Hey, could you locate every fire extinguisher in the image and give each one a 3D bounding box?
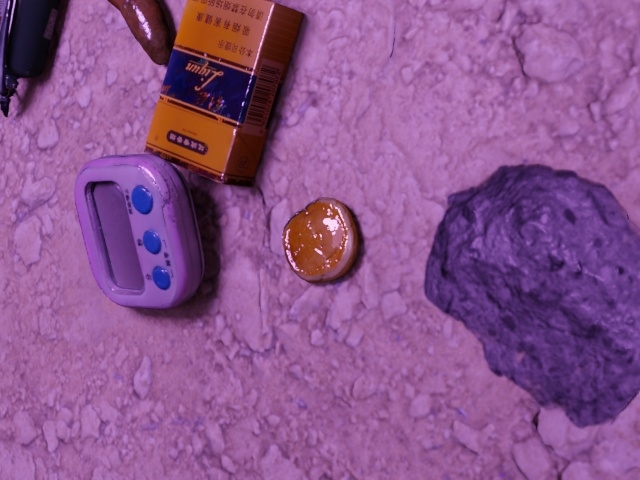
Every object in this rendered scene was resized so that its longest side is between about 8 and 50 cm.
[{"bbox_3d":[-0.446,-0.324,1.671,0.093,0.118,0.294,15,98,-6],"label":"fire extinguisher"}]

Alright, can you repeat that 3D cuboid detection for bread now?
[{"bbox_3d":[0.000,0.000,1.370,0.110,0.024,0.110,-2,86,36],"label":"bread"}]

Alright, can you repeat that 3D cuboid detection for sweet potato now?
[{"bbox_3d":[-0.278,-0.356,1.572,0.075,0.075,0.273,-48,66,24],"label":"sweet potato"}]

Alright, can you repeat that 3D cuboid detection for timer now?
[{"bbox_3d":[-0.241,-0.013,1.492,0.191,0.069,0.208,1,108,40],"label":"timer"}]

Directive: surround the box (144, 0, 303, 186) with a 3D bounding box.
[{"bbox_3d":[-0.127,-0.203,1.452,0.152,0.070,0.237,24,99,34],"label":"box"}]
